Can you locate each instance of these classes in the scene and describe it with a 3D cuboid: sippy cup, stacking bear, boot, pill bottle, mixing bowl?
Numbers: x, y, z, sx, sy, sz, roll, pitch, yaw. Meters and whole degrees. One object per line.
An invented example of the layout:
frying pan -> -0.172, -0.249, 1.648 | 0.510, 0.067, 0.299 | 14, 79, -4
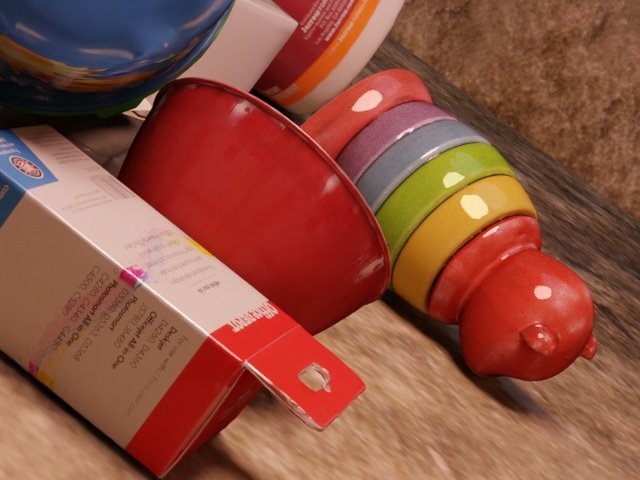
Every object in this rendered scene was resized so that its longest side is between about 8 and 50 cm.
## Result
sippy cup -> -0.135, -0.181, 1.050 | 0.240, 0.305, 0.224 | 6, 5, -14
stacking bear -> 0.114, 0.004, 1.592 | 0.289, 0.164, 0.175 | 48, 15, 26
boot -> -0.142, -0.075, 1.326 | 0.137, 0.077, 0.198 | 32, 10, -2
pill bottle -> -0.118, -0.325, 1.999 | 0.392, 0.224, 0.224 | 33, 12, -20
mixing bowl -> -0.059, 0.005, 1.100 | 0.181, 0.098, 0.181 | 33, -27, 19

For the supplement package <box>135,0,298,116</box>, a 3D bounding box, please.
supplement package -> -0.166, -0.223, 1.668 | 0.244, 0.134, 0.139 | 42, 13, 23

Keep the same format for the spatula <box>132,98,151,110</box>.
spatula -> -0.238, -0.127, 1.224 | 0.168, 0.019, 0.242 | 44, 26, 27

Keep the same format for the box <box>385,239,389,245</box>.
box -> 0.000, 0.000, 1.467 | 0.083, 0.062, 0.052 | 39, 10, 11

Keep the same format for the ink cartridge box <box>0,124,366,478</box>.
ink cartridge box -> -0.096, 0.040, 0.972 | 0.231, 0.078, 0.134 | 38, 12, 6
